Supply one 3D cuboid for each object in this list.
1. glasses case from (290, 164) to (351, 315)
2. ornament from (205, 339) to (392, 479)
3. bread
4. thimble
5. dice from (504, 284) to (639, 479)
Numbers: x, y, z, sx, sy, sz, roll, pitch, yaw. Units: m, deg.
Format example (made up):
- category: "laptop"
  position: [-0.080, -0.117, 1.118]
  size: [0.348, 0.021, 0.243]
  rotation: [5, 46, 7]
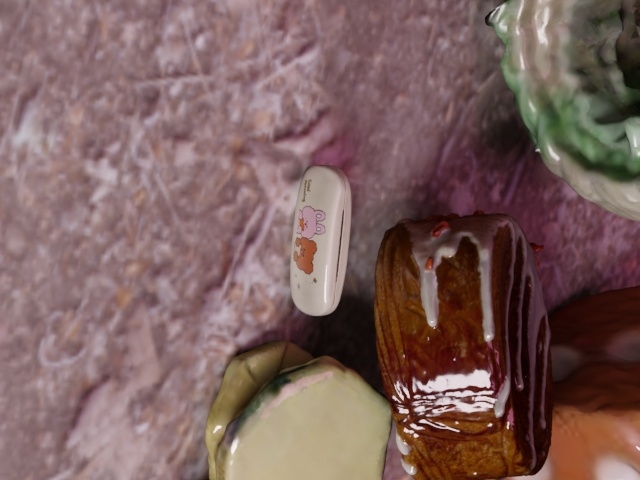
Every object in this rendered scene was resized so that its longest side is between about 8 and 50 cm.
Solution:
- category: "glasses case"
  position: [0.000, 0.000, 0.957]
  size: [0.021, 0.032, 0.083]
  rotation: [-4, 104, -42]
- category: "ornament"
  position: [-0.024, 0.171, 0.969]
  size: [0.201, 0.059, 0.180]
  rotation: [-58, 136, -13]
- category: "bread"
  position: [0.085, 0.059, 0.990]
  size: [0.160, 0.073, 0.160]
  rotation: [-9, 90, -69]
- category: "thimble"
  position: [0.215, -0.117, 1.012]
  size: [0.150, 0.219, 0.219]
  rotation: [-21, 116, -42]
- category: "dice"
  position: [0.215, 0.139, 1.119]
  size: [0.174, 0.179, 0.175]
  rotation: [-32, 118, -35]
